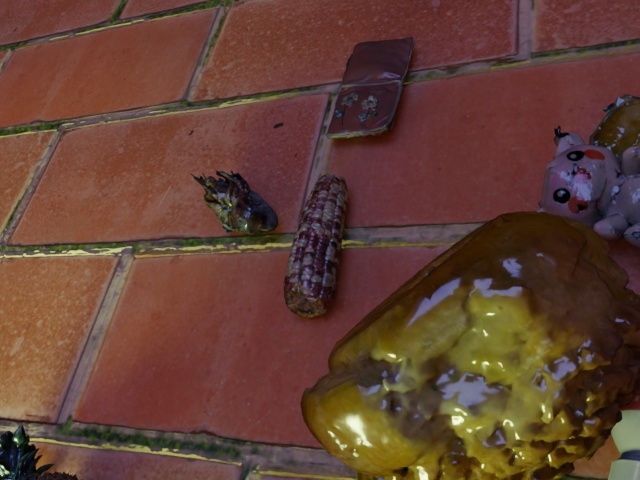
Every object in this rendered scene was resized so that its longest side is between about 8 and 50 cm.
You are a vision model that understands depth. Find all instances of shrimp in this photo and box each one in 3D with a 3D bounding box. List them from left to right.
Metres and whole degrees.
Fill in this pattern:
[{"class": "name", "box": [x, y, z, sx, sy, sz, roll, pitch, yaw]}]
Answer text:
[{"class": "shrimp", "box": [-0.154, -0.066, 1.060, 0.233, 0.079, 0.090, 32, 112, 39]}]

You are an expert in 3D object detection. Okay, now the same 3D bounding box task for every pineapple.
[{"class": "pineapple", "box": [-0.377, 0.338, 0.869, 0.221, 0.103, 0.083, 17, 32, 33]}]

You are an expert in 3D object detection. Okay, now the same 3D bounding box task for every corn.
[{"class": "corn", "box": [0.000, 0.000, 0.947, 0.079, 0.079, 0.237, -1, 54, 24]}]

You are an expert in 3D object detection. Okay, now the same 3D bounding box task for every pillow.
[{"class": "pillow", "box": [0.088, -0.264, 1.105, 0.126, 0.043, 0.232, 0, 57, 26]}]

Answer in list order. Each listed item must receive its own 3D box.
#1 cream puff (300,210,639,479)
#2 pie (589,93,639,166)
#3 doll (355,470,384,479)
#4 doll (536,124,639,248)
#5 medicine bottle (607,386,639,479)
[{"class": "cream puff", "box": [0.161, 0.129, 0.642, 0.343, 0.327, 0.231, -36, 86, -31]}, {"class": "pie", "box": [0.480, -0.115, 0.811, 0.282, 0.068, 0.128, 29, 75, 40]}, {"class": "doll", "box": [0.089, 0.300, 0.695, 0.145, 0.096, 0.188, 13, 37, 15]}, {"class": "doll", "box": [0.361, -0.060, 0.804, 0.192, 0.095, 0.149, 21, 86, 33]}, {"class": "medicine bottle", "box": [0.372, 0.148, 0.635, 0.131, 0.131, 0.250, 13, 64, 31]}]
